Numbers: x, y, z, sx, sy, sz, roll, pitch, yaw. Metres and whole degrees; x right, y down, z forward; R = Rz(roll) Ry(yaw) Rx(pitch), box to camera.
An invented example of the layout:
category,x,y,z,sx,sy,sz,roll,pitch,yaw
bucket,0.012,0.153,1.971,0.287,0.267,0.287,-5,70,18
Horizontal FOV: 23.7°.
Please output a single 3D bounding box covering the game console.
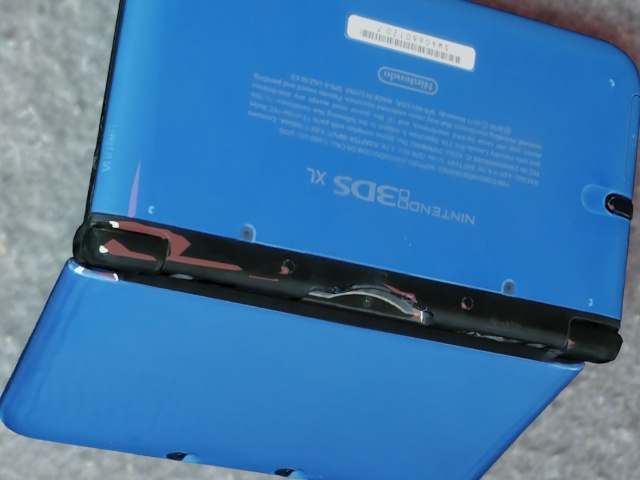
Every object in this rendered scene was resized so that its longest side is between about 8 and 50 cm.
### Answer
category,x,y,z,sx,sy,sz,roll,pitch,yaw
game console,0.000,0.000,0.825,0.293,0.173,0.250,12,78,-22
